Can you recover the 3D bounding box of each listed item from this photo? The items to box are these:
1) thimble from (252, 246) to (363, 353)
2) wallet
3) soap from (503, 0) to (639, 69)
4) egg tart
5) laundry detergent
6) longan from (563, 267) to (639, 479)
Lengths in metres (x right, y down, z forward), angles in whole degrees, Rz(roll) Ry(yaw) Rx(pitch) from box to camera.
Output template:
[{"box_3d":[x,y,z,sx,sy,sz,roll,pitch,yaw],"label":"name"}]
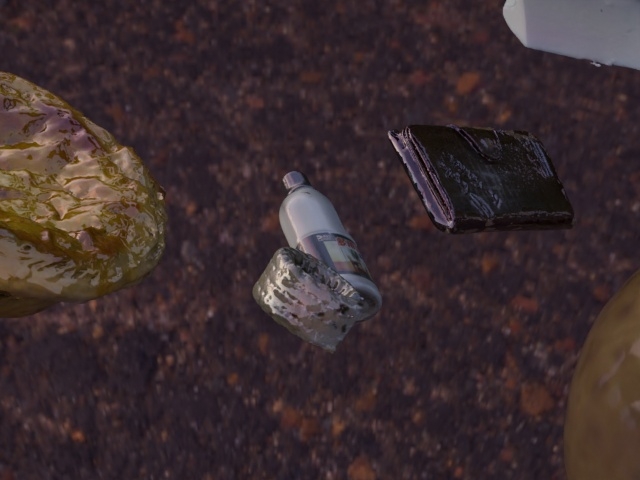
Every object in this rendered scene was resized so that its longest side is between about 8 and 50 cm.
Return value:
[{"box_3d":[-0.011,0.058,1.383,0.110,0.084,0.062,38,106,25],"label":"thimble"},{"box_3d":[0.168,-0.063,1.373,0.232,0.031,0.122,-3,63,-48],"label":"wallet"},{"box_3d":[0.285,-0.300,1.300,0.172,0.095,0.289,14,56,16],"label":"soap"},{"box_3d":[-0.290,-0.032,1.175,0.341,0.129,0.341,22,24,-10],"label":"egg tart"},{"box_3d":[0.000,0.000,1.737,0.099,0.070,0.226,15,36,-39],"label":"laundry detergent"},{"box_3d":[0.368,0.163,1.118,0.361,0.361,0.361,1,58,-1],"label":"longan"}]
